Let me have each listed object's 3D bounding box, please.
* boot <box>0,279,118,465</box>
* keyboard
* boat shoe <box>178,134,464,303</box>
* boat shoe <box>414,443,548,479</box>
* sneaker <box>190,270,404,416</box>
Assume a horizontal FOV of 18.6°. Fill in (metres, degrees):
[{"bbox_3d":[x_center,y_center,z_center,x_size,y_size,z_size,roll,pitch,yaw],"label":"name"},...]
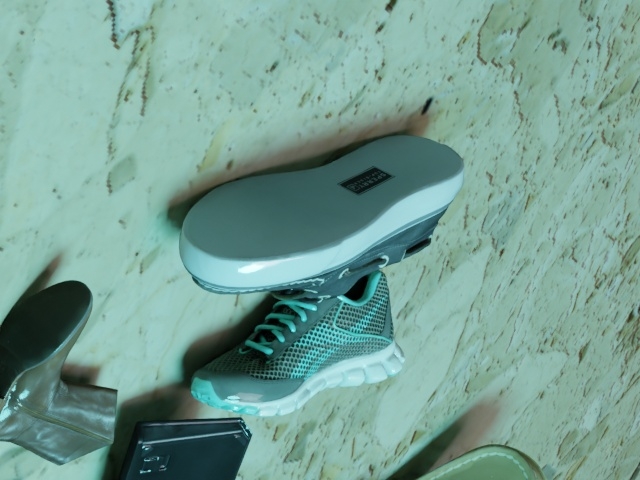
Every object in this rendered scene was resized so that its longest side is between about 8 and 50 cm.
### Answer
[{"bbox_3d":[-0.133,0.075,1.051,0.106,0.037,0.114,-45,148,9],"label":"boot"},{"bbox_3d":[-0.113,0.177,1.177,0.108,0.023,0.180,-4,129,-32],"label":"keyboard"},{"bbox_3d":[0.000,0.000,1.135,0.228,0.080,0.076,-27,139,-50],"label":"boat shoe"},{"bbox_3d":[0.037,0.256,1.389,0.341,0.122,0.110,-41,148,-20],"label":"boat shoe"},{"bbox_3d":[-0.016,0.057,1.194,0.166,0.065,0.076,-17,113,-46],"label":"sneaker"}]
